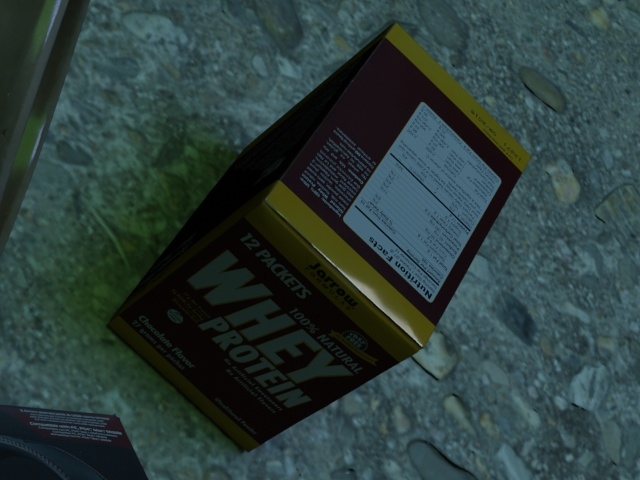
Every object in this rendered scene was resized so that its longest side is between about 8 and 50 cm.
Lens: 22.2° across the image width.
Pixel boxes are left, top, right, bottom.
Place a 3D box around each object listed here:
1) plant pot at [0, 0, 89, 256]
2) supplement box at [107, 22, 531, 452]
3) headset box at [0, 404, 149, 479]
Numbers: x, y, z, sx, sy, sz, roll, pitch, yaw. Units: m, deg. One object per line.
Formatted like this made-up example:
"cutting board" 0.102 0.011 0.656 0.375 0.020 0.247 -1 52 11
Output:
"plant pot" -0.259 -0.119 0.909 0.229 0.263 0.263 17 54 -7
"supplement box" 0.000 0.000 1.050 0.129 0.191 0.194 44 47 -10
"headset box" -0.177 0.187 0.795 0.218 0.110 0.293 10 28 -33
